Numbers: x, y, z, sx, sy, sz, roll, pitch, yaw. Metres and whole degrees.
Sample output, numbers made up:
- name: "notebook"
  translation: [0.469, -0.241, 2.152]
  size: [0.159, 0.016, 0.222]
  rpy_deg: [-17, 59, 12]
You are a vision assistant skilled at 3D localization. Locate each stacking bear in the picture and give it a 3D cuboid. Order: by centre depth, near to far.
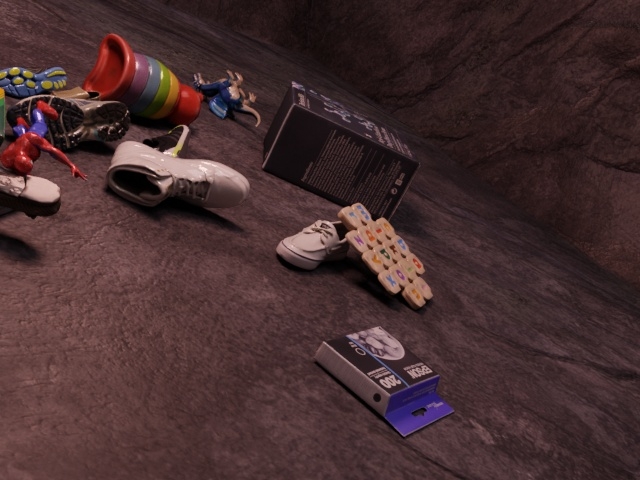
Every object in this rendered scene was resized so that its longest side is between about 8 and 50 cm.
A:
- name: "stacking bear"
  translation: [-0.432, -0.384, 2.084]
  size: [0.164, 0.175, 0.289]
  rpy_deg: [29, 6, 41]

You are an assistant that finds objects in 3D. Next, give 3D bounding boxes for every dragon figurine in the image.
- name: "dragon figurine"
  translation: [-0.283, -0.423, 2.489]
  size: [0.289, 0.144, 0.085]
  rpy_deg: [55, 25, 16]

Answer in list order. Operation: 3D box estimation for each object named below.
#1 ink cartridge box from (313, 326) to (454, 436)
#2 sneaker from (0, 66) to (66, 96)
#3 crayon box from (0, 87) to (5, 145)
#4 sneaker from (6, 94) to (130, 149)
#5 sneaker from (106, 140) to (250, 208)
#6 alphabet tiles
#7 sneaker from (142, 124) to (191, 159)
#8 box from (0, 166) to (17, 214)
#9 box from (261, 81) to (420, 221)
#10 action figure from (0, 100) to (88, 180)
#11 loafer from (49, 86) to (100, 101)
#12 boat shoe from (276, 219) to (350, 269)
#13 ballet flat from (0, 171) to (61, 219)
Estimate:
- name: "ink cartridge box"
  translation: [0.122, 0.237, 1.401]
  size: [0.208, 0.045, 0.206]
  rpy_deg: [39, 21, 25]
- name: "sneaker"
  translation: [-0.670, -0.363, 1.851]
  size: [0.078, 0.067, 0.188]
  rpy_deg: [0, 14, 30]
- name: "crayon box"
  translation: [-0.695, -0.242, 1.390]
  size: [0.278, 0.081, 0.165]
  rpy_deg: [20, 31, -34]
- name: "sneaker"
  translation: [-0.543, -0.249, 1.696]
  size: [0.122, 0.110, 0.283]
  rpy_deg: [13, 11, 33]
- name: "sneaker"
  translation: [-0.290, -0.106, 1.645]
  size: [0.292, 0.108, 0.169]
  rpy_deg: [14, 23, -9]
- name: "alphabet tiles"
  translation: [0.151, 0.034, 1.864]
  size: [0.284, 0.021, 0.278]
  rpy_deg: [51, 23, 6]
- name: "sneaker"
  translation: [-0.359, -0.223, 1.867]
  size: [0.097, 0.084, 0.235]
  rpy_deg: [21, 20, -15]
- name: "box"
  translation: [-0.570, -0.088, 1.294]
  size: [0.145, 0.038, 0.186]
  rpy_deg: [30, 18, 4]
- name: "box"
  translation: [0.051, -0.256, 2.326]
  size: [0.395, 0.212, 0.293]
  rpy_deg: [23, 20, -12]
- name: "action figure"
  translation: [-0.498, -0.155, 1.461]
  size: [0.139, 0.091, 0.280]
  rpy_deg: [48, 7, -24]
- name: "loafer"
  translation: [-0.581, -0.339, 1.912]
  size: [0.056, 0.050, 0.148]
  rpy_deg: [35, 20, 21]
- name: "boat shoe"
  translation: [0.000, 0.000, 1.776]
  size: [0.096, 0.088, 0.267]
  rpy_deg: [37, 21, 25]
- name: "ballet flat"
  translation: [-0.523, -0.089, 1.236]
  size: [0.249, 0.058, 0.084]
  rpy_deg: [18, 43, -15]
